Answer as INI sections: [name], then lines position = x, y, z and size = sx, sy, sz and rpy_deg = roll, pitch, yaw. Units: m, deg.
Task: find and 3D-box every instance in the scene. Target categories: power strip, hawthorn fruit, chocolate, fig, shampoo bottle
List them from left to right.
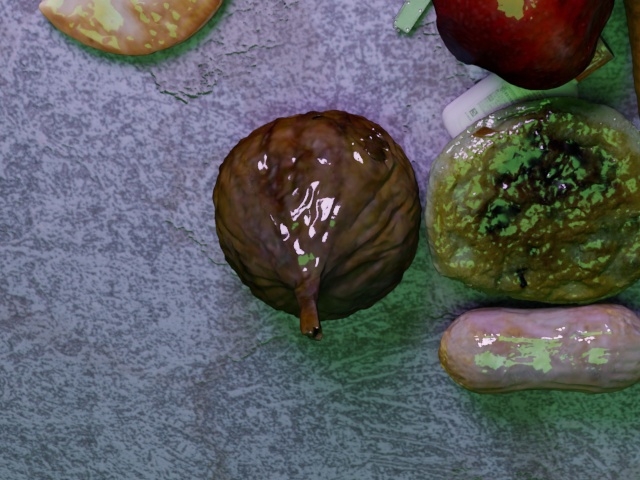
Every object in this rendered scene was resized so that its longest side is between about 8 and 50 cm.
[fig]
position = 0.000, 0.000, 1.180
size = 0.286, 0.369, 0.286
rpy_deg = 0, 115, -1
[power strip]
position = 0.118, -0.296, 1.195
size = 0.027, 0.017, 0.083
rpy_deg = 32, 117, -6
[shampoo bottle]
position = 0.267, -0.184, 1.207
size = 0.220, 0.051, 0.108
rpy_deg = -35, 103, 23
[hawthorn fruit]
position = 0.235, -0.312, 1.059
size = 0.210, 0.230, 0.266
rpy_deg = 27, 106, 24
[chocolate]
position = 0.319, 0.149, 1.325
size = 0.309, 0.134, 0.134
rpy_deg = -1, 117, 11

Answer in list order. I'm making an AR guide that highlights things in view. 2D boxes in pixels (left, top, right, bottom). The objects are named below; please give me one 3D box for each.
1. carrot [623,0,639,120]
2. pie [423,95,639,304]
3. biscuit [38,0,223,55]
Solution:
[carrot]
position = 0.406, -0.277, 1.101
size = 0.114, 0.114, 0.302
rpy_deg = -10, 117, 15
[pie]
position = 0.289, -0.041, 1.222
size = 0.323, 0.071, 0.323
rpy_deg = 2, 120, 4
[biscuit]
position = -0.212, -0.358, 1.210
size = 0.204, 0.040, 0.309
rpy_deg = 37, 118, -9
